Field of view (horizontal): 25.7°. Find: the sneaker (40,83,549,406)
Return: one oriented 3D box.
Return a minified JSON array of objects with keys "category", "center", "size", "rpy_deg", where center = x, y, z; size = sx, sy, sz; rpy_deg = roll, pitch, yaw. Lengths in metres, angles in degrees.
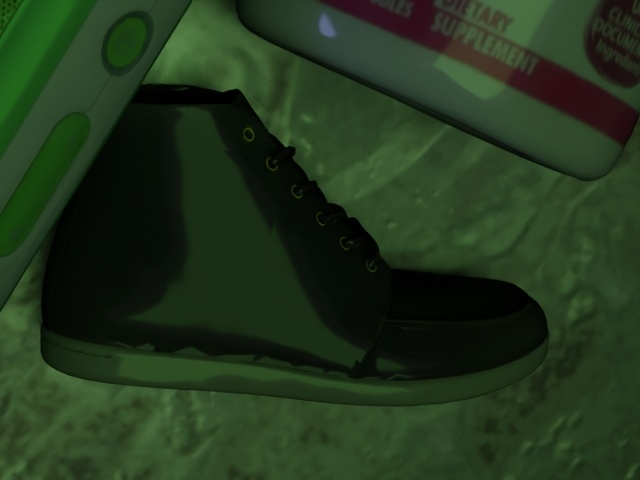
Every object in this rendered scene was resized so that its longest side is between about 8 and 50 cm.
[{"category":"sneaker","center":[0.000,0.000,0.583],"size":[0.222,0.083,0.118],"rpy_deg":[3,103,-18]}]

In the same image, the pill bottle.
[{"category":"pill bottle","center":[0.093,-0.179,0.525],"size":[0.160,0.160,0.283],"rpy_deg":[22,96,-23]}]

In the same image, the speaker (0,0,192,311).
[{"category":"speaker","center":[-0.130,-0.065,0.494],"size":[0.131,0.131,0.296],"rpy_deg":[31,93,-23]}]
